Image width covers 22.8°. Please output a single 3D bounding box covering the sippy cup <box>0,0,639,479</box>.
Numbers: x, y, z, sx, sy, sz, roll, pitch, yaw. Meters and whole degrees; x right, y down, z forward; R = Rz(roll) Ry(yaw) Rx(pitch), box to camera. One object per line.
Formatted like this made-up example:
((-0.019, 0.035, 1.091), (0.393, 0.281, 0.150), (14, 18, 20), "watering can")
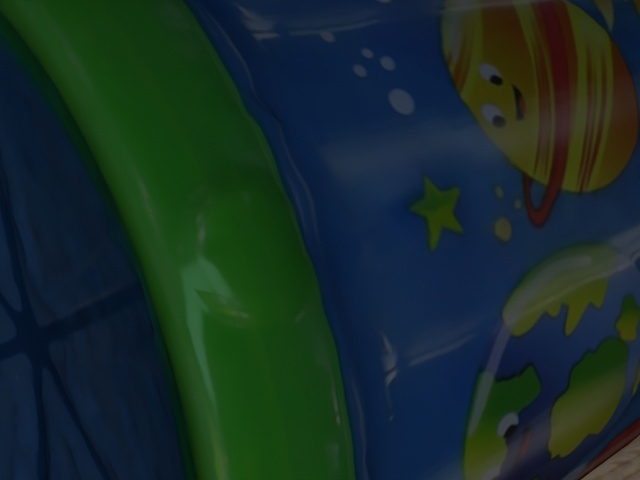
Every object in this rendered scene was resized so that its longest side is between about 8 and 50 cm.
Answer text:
((0.000, 0.000, 0.454), (0.224, 0.240, 0.305), (-19, 154, -33), "sippy cup")
